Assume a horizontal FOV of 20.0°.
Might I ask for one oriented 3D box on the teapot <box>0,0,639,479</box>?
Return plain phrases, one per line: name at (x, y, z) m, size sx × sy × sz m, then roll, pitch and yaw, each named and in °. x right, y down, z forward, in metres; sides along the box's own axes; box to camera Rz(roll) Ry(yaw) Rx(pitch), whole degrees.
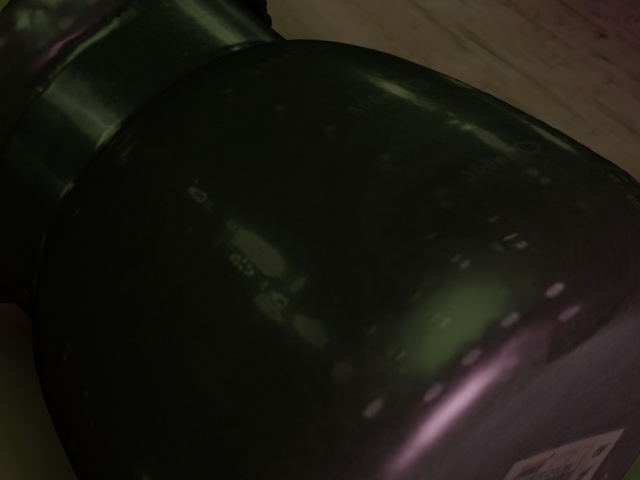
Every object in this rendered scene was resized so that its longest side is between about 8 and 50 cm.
teapot at (-0.001, -0.013, 0.688) m, size 0.305 × 0.223 × 0.285 m, roll -34°, pitch 61°, yaw -30°
